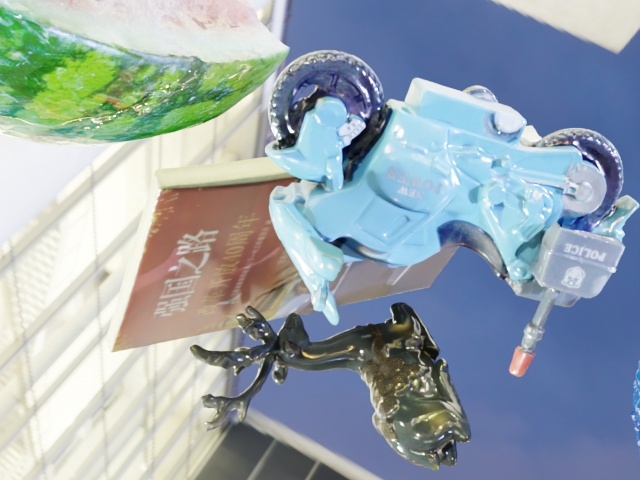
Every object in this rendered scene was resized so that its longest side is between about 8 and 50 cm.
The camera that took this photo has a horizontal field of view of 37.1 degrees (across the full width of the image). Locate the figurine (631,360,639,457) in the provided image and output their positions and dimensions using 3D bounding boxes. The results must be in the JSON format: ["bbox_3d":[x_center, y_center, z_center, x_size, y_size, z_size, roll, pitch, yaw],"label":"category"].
[{"bbox_3d":[0.183,0.092,0.412,0.121,0.262,0.164,27,-68,26],"label":"figurine"}]

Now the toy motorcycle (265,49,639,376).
[{"bbox_3d":[0.081,-0.016,0.666,0.272,0.123,0.182,14,-70,-12],"label":"toy motorcycle"}]

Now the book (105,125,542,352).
[{"bbox_3d":[0.000,0.000,0.894,0.028,0.374,0.262,65,-31,26],"label":"book"}]

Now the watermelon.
[{"bbox_3d":[-0.150,-0.088,0.439,0.231,0.146,0.128,0,-66,35],"label":"watermelon"}]

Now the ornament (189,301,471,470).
[{"bbox_3d":[0.000,0.142,0.894,0.236,0.202,0.080,0,-51,-18],"label":"ornament"}]
